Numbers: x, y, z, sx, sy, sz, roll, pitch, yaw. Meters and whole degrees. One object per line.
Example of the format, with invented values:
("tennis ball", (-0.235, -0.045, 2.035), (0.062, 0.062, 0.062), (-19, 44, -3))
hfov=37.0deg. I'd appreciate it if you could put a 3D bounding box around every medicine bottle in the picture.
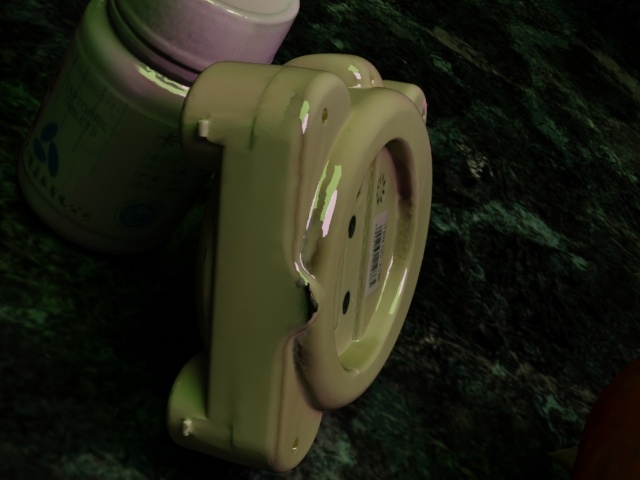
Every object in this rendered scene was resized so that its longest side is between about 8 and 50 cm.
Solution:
("medicine bottle", (-0.132, -0.118, 0.756), (0.152, 0.254, 0.152), (23, 39, -20))

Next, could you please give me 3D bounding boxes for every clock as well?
("clock", (0.000, 0.000, 0.736), (0.114, 0.284, 0.309), (9, 16, 20))

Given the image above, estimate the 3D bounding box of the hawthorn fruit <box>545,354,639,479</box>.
("hawthorn fruit", (0.336, 0.245, 0.692), (0.402, 0.403, 0.403), (23, 38, -20))
